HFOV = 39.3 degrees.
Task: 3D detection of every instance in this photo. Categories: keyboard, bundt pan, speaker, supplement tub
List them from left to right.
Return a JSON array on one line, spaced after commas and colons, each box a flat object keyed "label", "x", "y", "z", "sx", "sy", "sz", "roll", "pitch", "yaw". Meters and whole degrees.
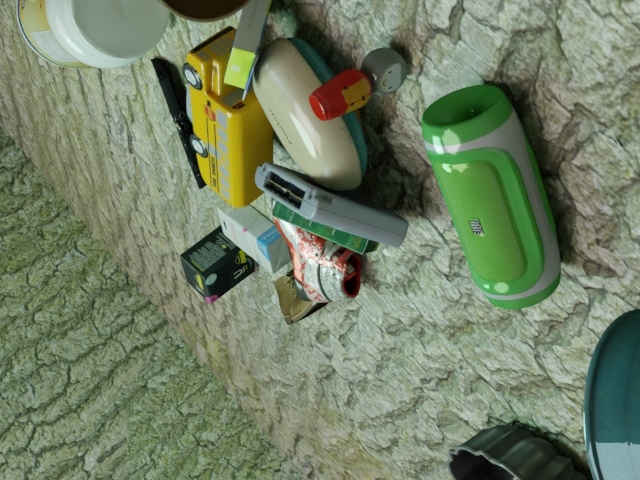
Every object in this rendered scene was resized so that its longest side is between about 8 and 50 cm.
[{"label": "supplement tub", "x": -0.451, "y": -0.455, "z": 1.773, "sx": 0.316, "sy": 0.228, "sz": 0.228, "roll": 16, "pitch": 138, "yaw": 55}, {"label": "keyboard", "x": -0.308, "y": -0.245, "z": 2.017, "sx": 0.317, "sy": 0.033, "sz": 0.201, "roll": 74, "pitch": 172, "yaw": -45}, {"label": "speaker", "x": 0.233, "y": -0.053, "z": 1.201, "sx": 0.131, "sy": 0.131, "sz": 0.296, "roll": 20, "pitch": 141, "yaw": 52}, {"label": "bundt pan", "x": 0.398, "y": 0.476, "z": 1.678, "sx": 0.331, "sy": 0.124, "sz": 0.331, "roll": 41, "pitch": 156, "yaw": 23}]

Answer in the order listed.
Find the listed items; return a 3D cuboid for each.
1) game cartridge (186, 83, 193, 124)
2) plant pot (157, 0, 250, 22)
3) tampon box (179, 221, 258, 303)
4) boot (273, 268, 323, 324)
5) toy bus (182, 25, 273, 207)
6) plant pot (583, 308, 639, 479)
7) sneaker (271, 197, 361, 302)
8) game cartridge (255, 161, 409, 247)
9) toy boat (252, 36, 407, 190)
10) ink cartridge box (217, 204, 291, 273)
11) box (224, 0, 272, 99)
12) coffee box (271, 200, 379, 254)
[{"label": "game cartridge", "x": -0.183, "y": -0.258, "z": 1.788, "sx": 0.198, "sy": 0.062, "sz": 0.297, "roll": 56, "pitch": 158, "yaw": 2}, {"label": "plant pot", "x": -0.226, "y": -0.469, "z": 1.308, "sx": 0.254, "sy": 0.237, "sz": 0.237, "roll": 33, "pitch": 151, "yaw": 38}, {"label": "tampon box", "x": -0.252, "y": 0.054, "z": 2.241, "sx": 0.101, "sy": 0.161, "sz": 0.120, "roll": 40, "pitch": 155, "yaw": 27}, {"label": "boot", "x": -0.044, "y": 0.116, "z": 2.022, "sx": 0.115, "sy": 0.112, "sz": 0.305, "roll": 63, "pitch": 160, "yaw": 2}, {"label": "toy bus", "x": -0.157, "y": -0.213, "z": 1.599, "sx": 0.130, "sy": 0.108, "sz": 0.333, "roll": 41, "pitch": 152, "yaw": 22}, {"label": "plant pot", "x": 0.472, "y": 0.200, "z": 0.972, "sx": 0.255, "sy": 0.271, "sz": 0.272, "roll": -13, "pitch": 114, "yaw": 50}, {"label": "sneaker", "x": 0.001, "y": 0.000, "z": 1.791, "sx": 0.145, "sy": 0.090, "sz": 0.270, "roll": 1, "pitch": 114, "yaw": 38}, {"label": "game cartridge", "x": 0.021, "y": -0.062, "z": 1.517, "sx": 0.196, "sy": 0.060, "sz": 0.294, "roll": 13, "pitch": -170, "yaw": -25}, {"label": "toy boat", "x": 0.021, "y": -0.211, "z": 1.381, "sx": 0.267, "sy": 0.148, "sz": 0.318, "roll": 60, "pitch": 164, "yaw": -6}, {"label": "ink cartridge box", "x": -0.155, "y": -0.015, "z": 2.080, "sx": 0.181, "sy": 0.061, "sz": 0.104, "roll": 37, "pitch": 153, "yaw": 31}, {"label": "box", "x": -0.110, "y": -0.323, "z": 1.402, "sx": 0.042, "sy": 0.178, "sz": 0.109, "roll": 15, "pitch": 158, "yaw": -7}, {"label": "coffee box", "x": 0.014, "y": -0.028, "z": 1.624, "sx": 0.184, "sy": 0.040, "sz": 0.113, "roll": 23, "pitch": -172, "yaw": 16}]
